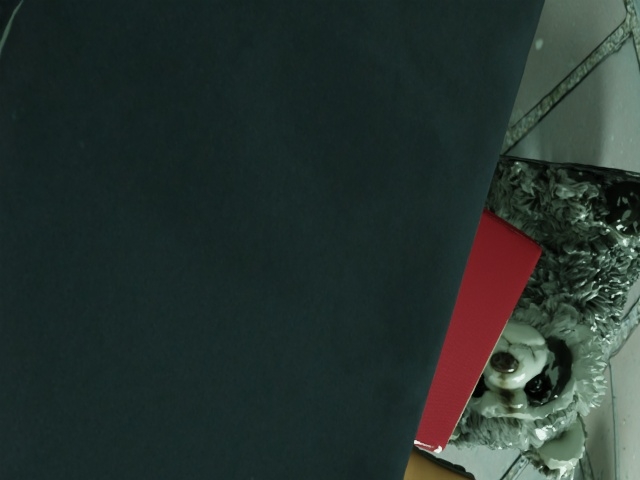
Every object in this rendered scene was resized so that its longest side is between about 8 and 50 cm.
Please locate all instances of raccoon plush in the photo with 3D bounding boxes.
[{"bbox_3d":[0.272,0.074,1.503,0.446,0.216,0.299,1,100,-52],"label":"raccoon plush"}]

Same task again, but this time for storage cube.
[{"bbox_3d":[0.022,0.027,1.130,0.193,0.184,0.215,29,87,-41],"label":"storage cube"}]

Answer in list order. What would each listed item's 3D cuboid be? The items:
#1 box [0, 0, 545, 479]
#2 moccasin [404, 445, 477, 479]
[{"bbox_3d":[-0.192,-0.060,0.671,0.297,0.472,0.480,38,64,-46],"label":"box"},{"bbox_3d":[0.015,0.234,1.242,0.380,0.139,0.147,38,54,-57],"label":"moccasin"}]
